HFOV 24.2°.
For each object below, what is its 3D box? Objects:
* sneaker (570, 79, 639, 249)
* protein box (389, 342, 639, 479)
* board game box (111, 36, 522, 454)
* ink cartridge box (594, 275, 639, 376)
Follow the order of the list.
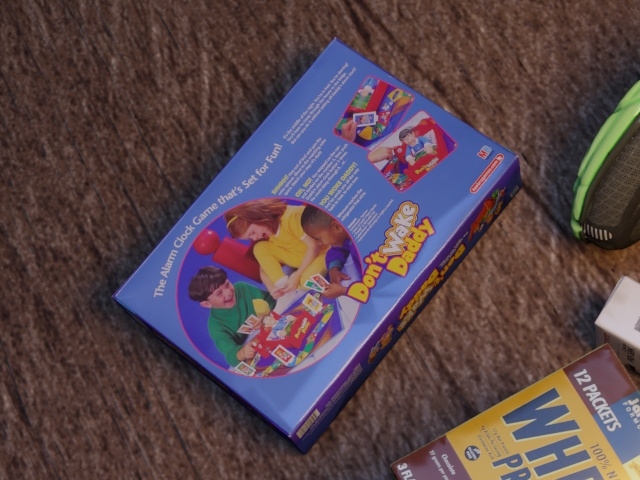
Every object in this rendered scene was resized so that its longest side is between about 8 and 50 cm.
[{"bbox_3d":[0.454,-0.109,1.367,0.483,0.185,0.202,-25,62,1],"label":"sneaker"},{"bbox_3d":[0.182,0.213,1.239,0.201,0.200,0.136,-29,70,-4],"label":"protein box"},{"bbox_3d":[0.000,0.000,1.466,0.233,0.078,0.347,36,79,21],"label":"board game box"},{"bbox_3d":[0.320,0.100,1.355,0.135,0.099,0.056,31,78,21],"label":"ink cartridge box"}]
